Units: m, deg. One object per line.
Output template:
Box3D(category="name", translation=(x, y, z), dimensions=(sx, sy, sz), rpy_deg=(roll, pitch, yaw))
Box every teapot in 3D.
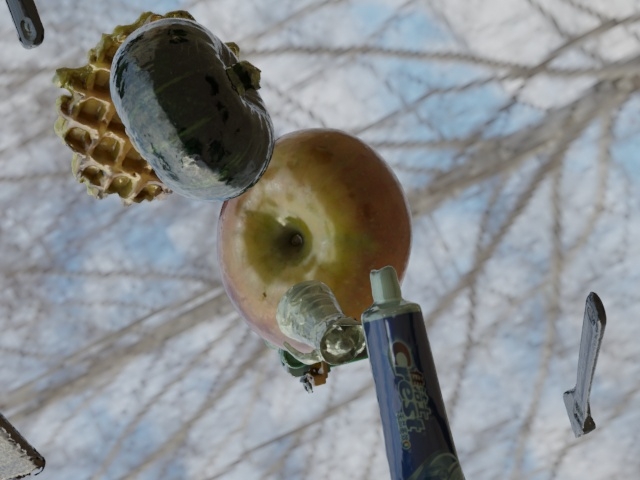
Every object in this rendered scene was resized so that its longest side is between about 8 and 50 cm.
Box3D(category="teapot", translation=(0.001, 0.076, 1.616), dimensions=(0.057, 0.067, 0.083), rpy_deg=(49, 172, -34))

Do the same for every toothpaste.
Box3D(category="toothpaste", translation=(0.075, 0.152, 1.456), dimensions=(0.069, 0.047, 0.268), rpy_deg=(-9, -96, -35))

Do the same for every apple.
Box3D(category="apple", translation=(0.000, 0.000, 1.994), dimensions=(0.210, 0.235, 0.173), rpy_deg=(32, -165, 21))

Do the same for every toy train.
Box3D(category="toy train", translation=(-0.006, 0.093, 2.509), dimensions=(0.091, 0.136, 0.228), rpy_deg=(-142, 46, -66))

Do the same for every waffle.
Box3D(category="waffle", translation=(-0.197, -0.157, 2.236), dimensions=(0.238, 0.243, 0.059), rpy_deg=(66, 177, -34))

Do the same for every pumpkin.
Box3D(category="pumpkin", translation=(-0.108, -0.112, 1.623), dimensions=(0.167, 0.125, 0.167), rpy_deg=(56, 169, 16))

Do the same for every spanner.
Box3D(category="spanner", translation=(0.197, 0.096, 1.407), dimensions=(0.208, 0.012, 0.046), rpy_deg=(84, 170, -58))

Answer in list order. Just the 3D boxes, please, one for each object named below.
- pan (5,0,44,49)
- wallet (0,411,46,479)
Box3D(category="pan", translation=(-0.291, -0.276, 1.686), dimensions=(0.028, 0.136, 0.235), rpy_deg=(4, -117, -69))
Box3D(category="wallet", translation=(-0.358, 0.157, 1.688), dimensions=(0.243, 0.132, 0.039), rpy_deg=(59, -171, -47))
